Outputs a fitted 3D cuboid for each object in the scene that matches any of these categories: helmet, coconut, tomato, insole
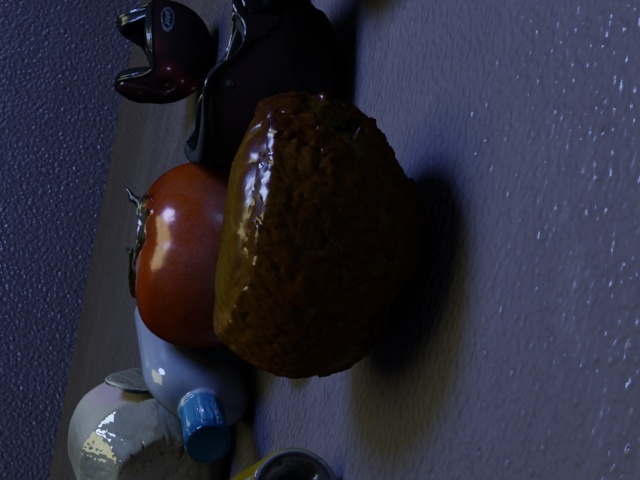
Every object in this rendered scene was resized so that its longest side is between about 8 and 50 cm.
[{"bbox_3d":[-0.061,-0.219,1.769,0.225,0.177,0.305,119,169,-68],"label":"helmet"},{"bbox_3d":[-0.305,-0.364,2.594,0.216,0.193,0.189,104,166,-58],"label":"helmet"},{"bbox_3d":[-0.256,0.306,1.948,0.241,0.241,0.241,-168,90,-73],"label":"coconut"},{"bbox_3d":[-0.158,0.018,1.825,0.256,0.224,0.256,-174,90,-75],"label":"tomato"},{"bbox_3d":[-0.223,0.197,1.959,0.248,0.081,0.011,-4,-71,-62],"label":"insole"}]

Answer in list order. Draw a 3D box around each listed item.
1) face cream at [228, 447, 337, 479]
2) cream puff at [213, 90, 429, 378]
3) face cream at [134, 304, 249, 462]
[{"bbox_3d":[-0.086,0.331,1.590,0.349,0.105,0.105,135,143,-60],"label":"face cream"},{"bbox_3d":[0.000,0.000,1.381,0.303,0.212,0.303,-171,90,-81],"label":"cream puff"},{"bbox_3d":[-0.175,0.190,1.873,0.080,0.163,0.337,-57,24,17],"label":"face cream"}]
